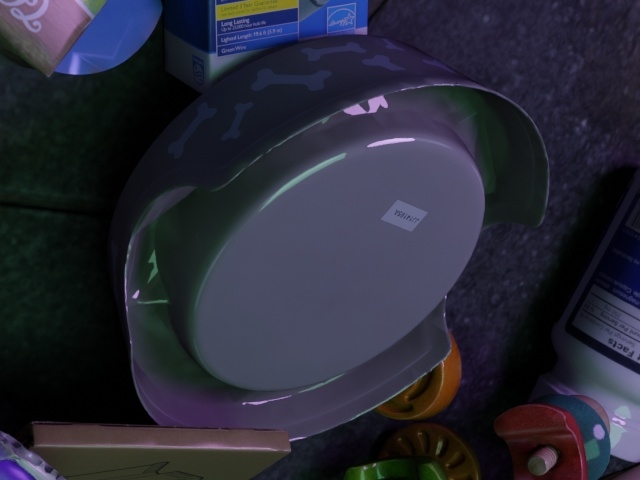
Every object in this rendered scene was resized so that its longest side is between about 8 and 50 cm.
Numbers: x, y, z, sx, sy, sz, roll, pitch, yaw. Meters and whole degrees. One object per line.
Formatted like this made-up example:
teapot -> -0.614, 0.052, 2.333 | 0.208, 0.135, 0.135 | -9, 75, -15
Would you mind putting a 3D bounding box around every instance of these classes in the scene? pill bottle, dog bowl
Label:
pill bottle -> 0.318, 0.072, 1.261 | 0.153, 0.153, 0.265 | 21, 100, -41
dog bowl -> 0.000, 0.000, 0.968 | 0.348, 0.102, 0.349 | -23, 142, -19

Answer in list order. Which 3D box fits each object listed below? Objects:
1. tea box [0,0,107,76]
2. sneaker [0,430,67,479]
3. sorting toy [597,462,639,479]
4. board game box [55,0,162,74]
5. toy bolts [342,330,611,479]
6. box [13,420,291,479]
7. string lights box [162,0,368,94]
tea box -> -0.197, -0.308, 0.605 | 0.329, 0.220, 0.324 | 46, 70, -41
sneaker -> -0.226, 0.239, 0.829 | 0.146, 0.102, 0.293 | -46, 155, -38
sorting toy -> 0.214, 0.264, 1.237 | 0.193, 0.208, 0.038 | -4, 73, -58
board game box -> -0.175, -0.189, 0.835 | 0.133, 0.033, 0.169 | -26, 106, -43
toy bolts -> 0.149, 0.159, 1.173 | 0.158, 0.228, 0.218 | -13, 98, -63
box -> -0.148, 0.173, 0.974 | 0.201, 0.021, 0.164 | 6, 151, -31
string lights box -> -0.039, -0.240, 0.889 | 0.133, 0.076, 0.260 | -15, 121, -28
